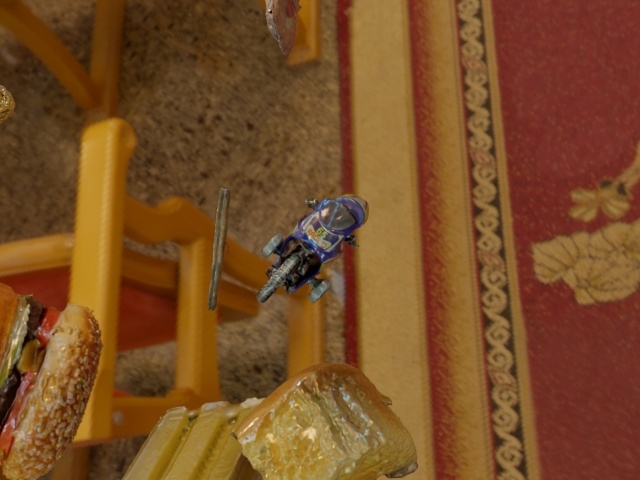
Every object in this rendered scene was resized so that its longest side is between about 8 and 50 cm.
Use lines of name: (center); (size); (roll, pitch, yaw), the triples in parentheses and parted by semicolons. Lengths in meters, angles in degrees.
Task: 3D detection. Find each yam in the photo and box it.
yam: (-0.191, 0.017, 1.986); (0.027, 0.029, 0.234); (13, 98, 64)

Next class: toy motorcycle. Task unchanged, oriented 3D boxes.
toy motorcycle: (0.000, 0.000, 1.528); (0.113, 0.315, 0.169); (42, 110, 3)

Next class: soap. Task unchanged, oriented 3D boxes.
soap: (-0.199, 0.372, 1.669); (0.199, 0.091, 0.315); (-11, 21, 14)

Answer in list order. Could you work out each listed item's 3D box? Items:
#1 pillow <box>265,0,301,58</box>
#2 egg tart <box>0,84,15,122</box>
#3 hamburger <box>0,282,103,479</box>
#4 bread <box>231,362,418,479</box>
pillow: (-0.064, -0.467, 1.923); (0.049, 0.135, 0.248); (3, 65, 15)
egg tart: (-0.470, -0.181, 1.390); (0.129, 0.128, 0.049); (49, 130, 33)
hamburger: (-0.522, 0.245, 1.805); (0.330, 0.250, 0.330); (-163, 90, -72)
bread: (0.012, 0.278, 1.571); (0.204, 0.262, 0.163); (50, 141, 32)
